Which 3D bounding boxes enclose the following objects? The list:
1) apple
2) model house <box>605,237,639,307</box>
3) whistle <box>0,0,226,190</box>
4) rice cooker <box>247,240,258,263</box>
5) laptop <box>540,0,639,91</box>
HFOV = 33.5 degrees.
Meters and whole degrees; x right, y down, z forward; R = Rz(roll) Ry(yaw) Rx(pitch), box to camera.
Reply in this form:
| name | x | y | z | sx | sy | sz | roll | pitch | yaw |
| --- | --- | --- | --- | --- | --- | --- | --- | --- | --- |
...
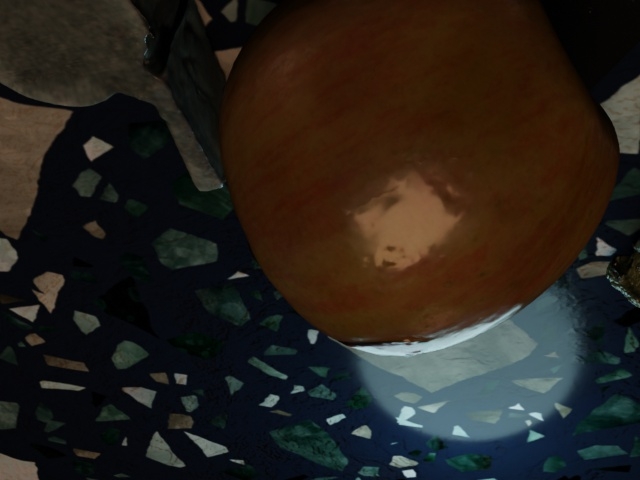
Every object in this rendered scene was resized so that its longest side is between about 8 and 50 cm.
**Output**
| name | x | y | z | sx | sy | sz | roll | pitch | yaw |
| --- | --- | --- | --- | --- | --- | --- | --- | --- | --- |
| apple | 0.094 | -0.091 | 1.031 | 0.346 | 0.391 | 0.391 | -25 | 129 | 17 |
| model house | 0.410 | 0.030 | 1.336 | 0.066 | 0.079 | 0.083 | -14 | 137 | -25 |
| whistle | -0.193 | -0.221 | 1.077 | 0.188 | 0.168 | 0.404 | -30 | 131 | 35 |
| rice cooker | 0.001 | 0.000 | 1.325 | 0.203 | 0.118 | 0.142 | 30 | 133 | -18 |
| laptop | 0.277 | -0.237 | 1.106 | 0.135 | 0.016 | 0.197 | 26 | 134 | -17 |
